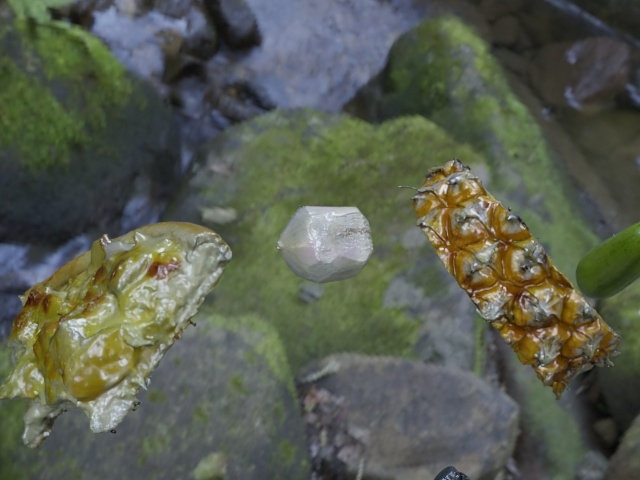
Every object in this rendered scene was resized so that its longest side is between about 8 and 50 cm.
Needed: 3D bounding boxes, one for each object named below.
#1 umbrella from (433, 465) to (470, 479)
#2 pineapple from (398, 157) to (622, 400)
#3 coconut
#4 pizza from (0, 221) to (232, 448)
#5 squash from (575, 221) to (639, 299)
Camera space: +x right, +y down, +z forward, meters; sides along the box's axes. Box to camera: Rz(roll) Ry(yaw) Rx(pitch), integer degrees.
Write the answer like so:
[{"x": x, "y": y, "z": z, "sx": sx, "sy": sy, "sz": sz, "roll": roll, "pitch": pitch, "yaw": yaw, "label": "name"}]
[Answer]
[{"x": 0.139, "y": 0.241, "z": 1.150, "sx": 0.133, "sy": 0.036, "sz": 0.031, "roll": 52, "pitch": 34, "yaw": -10, "label": "umbrella"}, {"x": 0.154, "y": 0.031, "z": 1.141, "sx": 0.079, "sy": 0.135, "sz": 0.233, "roll": -41, "pitch": 86, "yaw": 3, "label": "pineapple"}, {"x": 0.000, "y": 0.000, "z": 1.813, "sx": 0.125, "sy": 0.110, "sz": 0.110, "roll": -3, "pitch": 59, "yaw": -29, "label": "coconut"}, {"x": -0.220, "y": 0.080, "z": 1.319, "sx": 0.089, "sy": 0.323, "sz": 0.223, "roll": 39, "pitch": 56, "yaw": -27, "label": "pizza"}, {"x": 0.375, "y": 0.019, "z": 1.735, "sx": 0.066, "sy": 0.201, "sz": 0.066, "roll": 6, "pitch": 66, "yaw": -14, "label": "squash"}]
